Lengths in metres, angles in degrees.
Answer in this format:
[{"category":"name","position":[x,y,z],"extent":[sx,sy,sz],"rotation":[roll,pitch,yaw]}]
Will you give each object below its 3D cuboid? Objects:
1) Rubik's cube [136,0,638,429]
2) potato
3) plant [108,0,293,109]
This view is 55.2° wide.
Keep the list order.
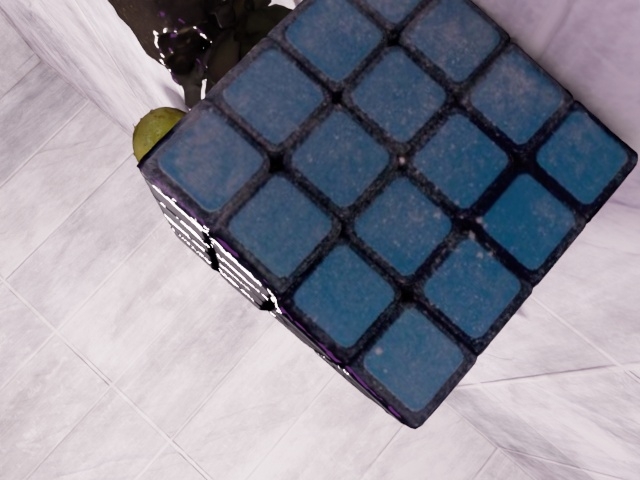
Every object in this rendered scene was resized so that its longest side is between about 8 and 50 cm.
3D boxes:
[{"category":"Rubik's cube","position":[0.052,-0.049,0.692],"extent":[0.337,0.344,0.344],"rotation":[41,170,0]},{"category":"potato","position":[-0.408,-0.250,1.870],"extent":[0.269,0.219,0.359],"rotation":[47,180,24]},{"category":"plant","position":[-0.149,-0.305,0.771],"extent":[0.276,0.199,0.188],"rotation":[45,165,-20]}]
